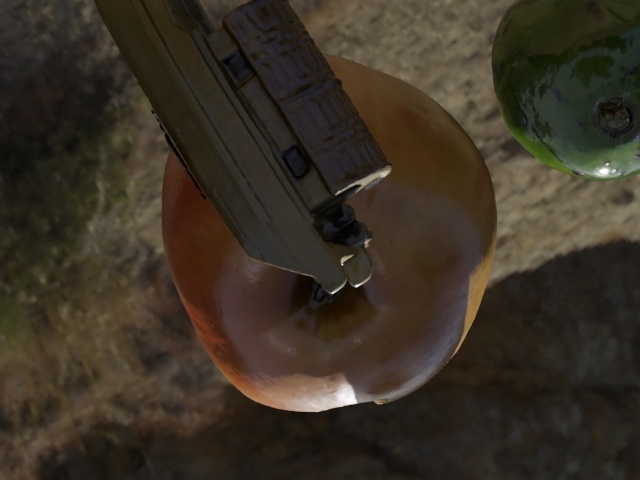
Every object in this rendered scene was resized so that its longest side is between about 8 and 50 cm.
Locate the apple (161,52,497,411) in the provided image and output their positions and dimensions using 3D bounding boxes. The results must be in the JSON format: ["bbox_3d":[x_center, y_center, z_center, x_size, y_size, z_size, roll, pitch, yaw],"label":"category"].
[{"bbox_3d":[0.000,0.000,0.978,0.242,0.242,0.241,-34,-167,8],"label":"apple"}]

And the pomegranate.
[{"bbox_3d":[0.315,-0.198,1.628,0.254,0.270,0.254,0,130,0],"label":"pomegranate"}]

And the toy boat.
[{"bbox_3d":[-0.037,-0.076,0.737,0.088,0.226,0.068,-32,174,18],"label":"toy boat"}]
